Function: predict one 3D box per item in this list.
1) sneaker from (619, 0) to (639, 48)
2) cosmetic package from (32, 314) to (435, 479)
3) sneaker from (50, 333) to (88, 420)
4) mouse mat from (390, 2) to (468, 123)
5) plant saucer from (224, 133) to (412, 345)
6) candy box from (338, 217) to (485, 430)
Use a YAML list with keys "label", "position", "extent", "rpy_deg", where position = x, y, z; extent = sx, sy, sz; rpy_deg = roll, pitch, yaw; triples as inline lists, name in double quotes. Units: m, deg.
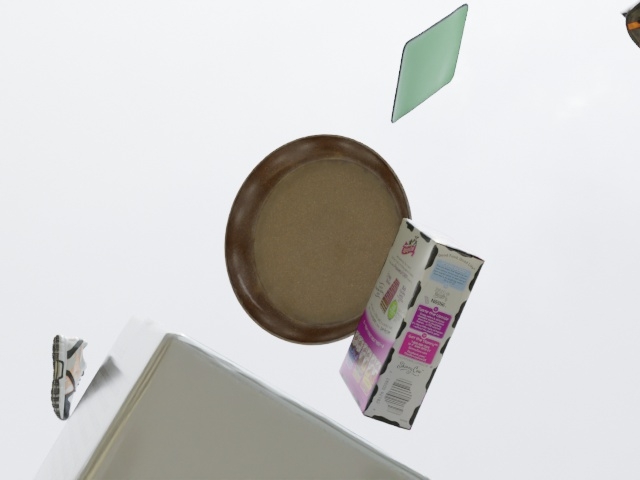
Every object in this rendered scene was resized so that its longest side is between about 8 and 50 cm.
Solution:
- label: "sneaker"
  position: [0.342, -0.265, 0.844]
  extent: [0.180, 0.125, 0.321]
  rpy_deg: [-17, -90, 31]
- label: "cosmetic package"
  position: [-0.129, 0.320, 0.923]
  extent: [0.393, 0.327, 0.329]
  rpy_deg: [-60, -167, -9]
- label: "sneaker"
  position: [-0.315, 0.173, 1.208]
  extent: [0.040, 0.044, 0.109]
  rpy_deg: [-2, -96, 57]
- label: "mouse mat"
  position: [0.174, -0.283, 1.527]
  extent: [0.007, 0.190, 0.152]
  rpy_deg: [30, -43, 23]
- label: "plant saucer"
  position: [0.000, 0.000, 1.407]
  extent: [0.311, 0.050, 0.310]
  rpy_deg: [-5, -101, 28]
- label: "candy box"
  position: [0.111, 0.101, 1.224]
  extent: [0.159, 0.071, 0.233]
  rpy_deg: [-128, -121, -74]
